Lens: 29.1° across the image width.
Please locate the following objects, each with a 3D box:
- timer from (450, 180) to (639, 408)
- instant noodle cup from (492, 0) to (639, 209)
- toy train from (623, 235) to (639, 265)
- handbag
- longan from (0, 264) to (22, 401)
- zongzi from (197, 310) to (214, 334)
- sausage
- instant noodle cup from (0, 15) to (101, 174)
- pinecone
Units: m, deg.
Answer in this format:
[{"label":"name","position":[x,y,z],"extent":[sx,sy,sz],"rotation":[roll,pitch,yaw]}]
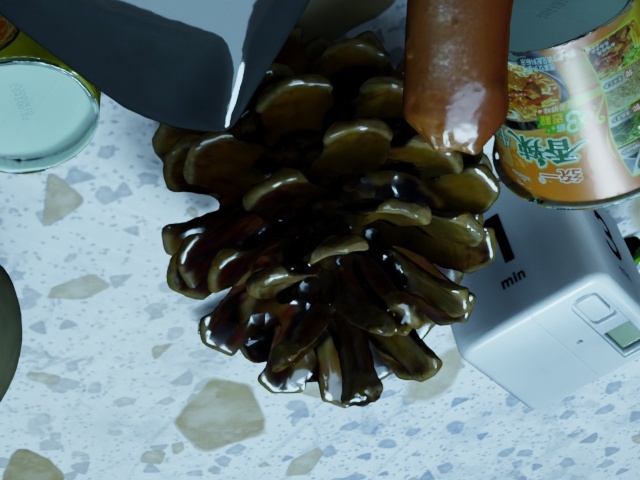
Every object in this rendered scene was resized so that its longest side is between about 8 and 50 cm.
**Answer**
[{"label":"timer","position":[0.262,0.053,1.461],"extent":[0.194,0.195,0.192],"rotation":[-33,136,20]},{"label":"instant noodle cup","position":[0.252,-0.172,1.197],"extent":[0.230,0.230,0.182],"rotation":[-22,129,9]},{"label":"toy train","position":[0.328,0.059,1.603],"extent":[0.209,0.044,0.042],"rotation":[-26,138,14]},{"label":"handbag","position":[-0.132,-0.277,0.985],"extent":[0.288,0.152,0.342],"rotation":[24,106,-28]},{"label":"longan","position":[-0.473,0.118,1.276],"extent":[0.350,0.288,0.288],"rotation":[-17,141,20]},{"label":"zongzi","position":[-0.085,0.112,1.543],"extent":[0.109,0.055,0.119],"rotation":[-24,150,15]},{"label":"sausage","position":[0.123,-0.250,1.056],"extent":[0.097,0.094,0.348],"rotation":[3,98,-7]},{"label":"instant noodle cup","position":[-0.272,-0.154,1.106],"extent":[0.182,0.144,0.182],"rotation":[-9,140,-7]},{"label":"pinecone","position":[0.000,0.000,1.199],"extent":[0.384,0.384,0.384],"rotation":[-8,140,-7]}]
